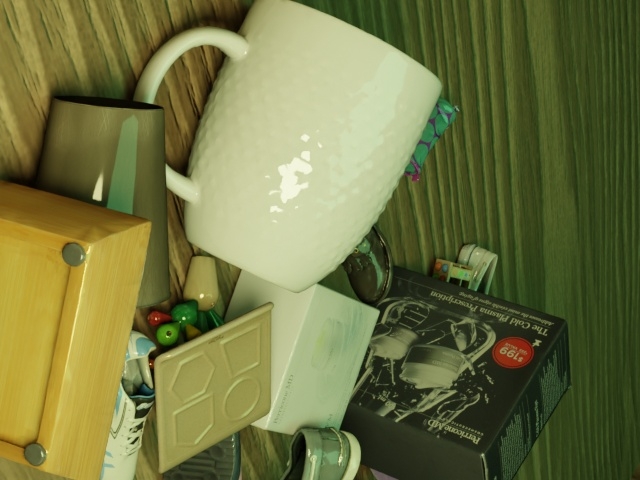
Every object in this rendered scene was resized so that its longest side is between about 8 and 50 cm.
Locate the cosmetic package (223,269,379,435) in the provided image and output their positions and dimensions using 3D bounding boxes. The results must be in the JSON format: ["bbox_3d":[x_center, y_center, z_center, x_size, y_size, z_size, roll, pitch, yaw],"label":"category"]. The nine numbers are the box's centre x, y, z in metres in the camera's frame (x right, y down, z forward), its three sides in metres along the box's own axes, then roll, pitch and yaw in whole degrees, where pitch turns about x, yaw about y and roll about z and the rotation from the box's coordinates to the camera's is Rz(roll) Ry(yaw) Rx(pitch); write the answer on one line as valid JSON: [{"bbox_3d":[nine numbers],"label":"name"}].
[{"bbox_3d":[-0.045,0.172,1.915,0.225,0.138,0.224,25,82,-58],"label":"cosmetic package"}]

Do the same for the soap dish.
[{"bbox_3d":[-0.317,0.093,1.328,0.118,0.229,0.290,-11,115,-71],"label":"soap dish"}]

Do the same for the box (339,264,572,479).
[{"bbox_3d":[0.205,0.246,2.154,0.312,0.343,0.179,-52,145,-33],"label":"box"}]

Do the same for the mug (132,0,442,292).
[{"bbox_3d":[-0.070,-0.130,1.638,0.374,0.276,0.328,26,89,-29],"label":"mug"}]

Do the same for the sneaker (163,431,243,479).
[{"bbox_3d":[-0.162,0.360,1.868,0.131,0.112,0.319,-47,147,-63],"label":"sneaker"}]

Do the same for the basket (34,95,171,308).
[{"bbox_3d":[-0.252,-0.047,1.459,0.204,0.154,0.226,-6,106,-52],"label":"basket"}]

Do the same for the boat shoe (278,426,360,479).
[{"bbox_3d":[-0.062,0.408,1.868,0.099,0.116,0.319,23,104,-37],"label":"boat shoe"}]

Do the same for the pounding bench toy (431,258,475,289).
[{"bbox_3d":[0.241,0.065,2.419,0.065,0.083,0.052,13,91,-28],"label":"pounding bench toy"}]

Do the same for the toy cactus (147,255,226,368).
[{"bbox_3d":[-0.173,0.114,1.738,0.219,0.112,0.180,25,64,-57],"label":"toy cactus"}]

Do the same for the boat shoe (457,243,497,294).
[{"bbox_3d":[0.295,0.122,2.506,0.083,0.076,0.226,-13,116,-56],"label":"boat shoe"}]

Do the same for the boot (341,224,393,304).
[{"bbox_3d":[0.000,0.000,1.936,0.229,0.091,0.262,-25,103,-51],"label":"boot"}]

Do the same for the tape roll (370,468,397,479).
[{"bbox_3d":[0.185,0.387,2.344,0.189,0.189,0.080,-66,148,-13],"label":"tape roll"}]

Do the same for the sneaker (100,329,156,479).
[{"bbox_3d":[-0.256,0.227,1.646,0.085,0.086,0.237,-27,128,-53],"label":"sneaker"}]

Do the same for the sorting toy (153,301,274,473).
[{"bbox_3d":[-0.143,0.191,1.679,0.193,0.038,0.208,-25,134,-37],"label":"sorting toy"}]

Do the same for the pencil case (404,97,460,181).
[{"bbox_3d":[0.177,-0.179,2.174,0.070,0.064,0.151,49,60,-27],"label":"pencil case"}]
